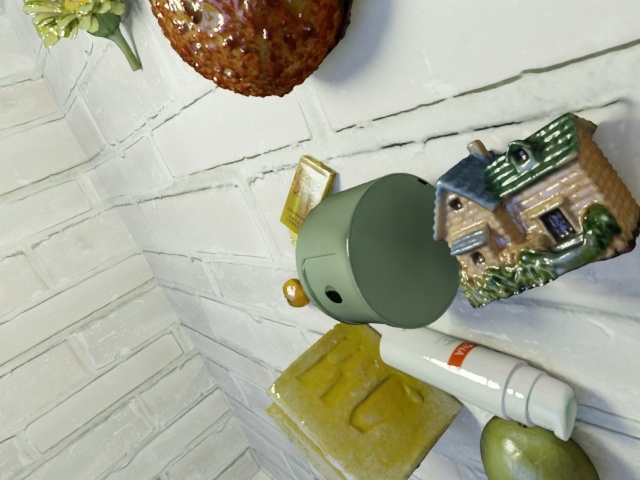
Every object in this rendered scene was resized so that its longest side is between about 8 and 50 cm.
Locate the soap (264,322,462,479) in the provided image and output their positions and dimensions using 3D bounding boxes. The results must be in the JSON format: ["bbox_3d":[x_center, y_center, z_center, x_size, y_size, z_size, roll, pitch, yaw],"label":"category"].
[{"bbox_3d":[0.086,0.365,0.942,0.335,0.293,0.156,39,142,28],"label":"soap"}]

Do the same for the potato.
[{"bbox_3d":[0.370,0.405,0.728,0.174,0.159,0.251,-133,22,-74],"label":"potato"}]

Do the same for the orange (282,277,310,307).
[{"bbox_3d":[-0.067,0.144,1.165,0.086,0.062,0.086,31,139,31],"label":"orange"}]

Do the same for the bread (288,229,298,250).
[{"bbox_3d":[0.000,0.000,0.940,0.187,0.065,0.103,19,132,39],"label":"bread"}]

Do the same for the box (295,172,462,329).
[{"bbox_3d":[0.091,0.021,0.679,0.149,0.226,0.226,-13,108,57],"label":"box"}]

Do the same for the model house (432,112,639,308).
[{"bbox_3d":[0.229,-0.049,0.500,0.183,0.166,0.172,-32,88,47],"label":"model house"}]

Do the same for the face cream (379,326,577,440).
[{"bbox_3d":[0.261,0.231,0.760,0.345,0.102,0.102,10,126,49],"label":"face cream"}]

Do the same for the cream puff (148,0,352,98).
[{"bbox_3d":[-0.127,-0.369,0.624,0.350,0.228,0.350,34,140,34],"label":"cream puff"}]

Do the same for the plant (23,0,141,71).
[{"bbox_3d":[-0.555,-0.593,1.088,0.261,0.297,0.306,-36,44,36],"label":"plant"}]

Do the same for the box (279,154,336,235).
[{"bbox_3d":[-0.029,-0.086,0.883,0.089,0.022,0.156,34,117,29],"label":"box"}]
